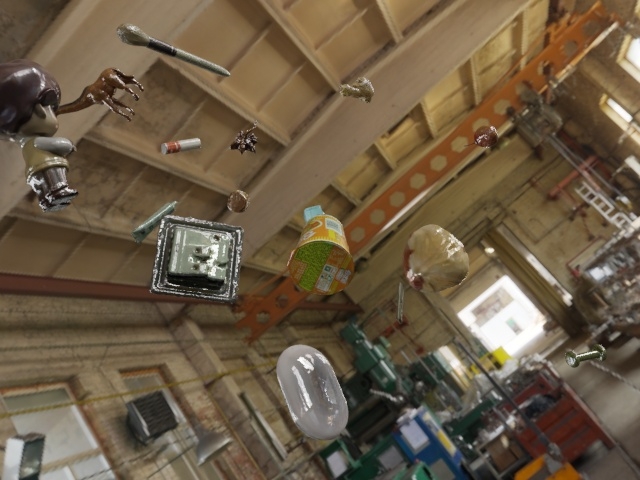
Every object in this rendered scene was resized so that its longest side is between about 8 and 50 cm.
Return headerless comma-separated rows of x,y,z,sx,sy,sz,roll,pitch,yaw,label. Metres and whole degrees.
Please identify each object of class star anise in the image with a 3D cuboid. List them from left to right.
-0.278,-0.398,2.226,0.191,0.097,0.070,-71,-17,-45,star anise

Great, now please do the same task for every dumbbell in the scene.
0.788,0.343,1.724,0.117,0.052,0.046,-9,-64,-15,dumbbell

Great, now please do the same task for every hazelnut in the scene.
0.416,0.080,2.131,0.241,0.261,0.261,-9,-34,-51,hazelnut

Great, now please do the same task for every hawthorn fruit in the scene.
0.468,-0.293,1.694,0.103,0.067,0.066,-34,-14,25,hawthorn fruit

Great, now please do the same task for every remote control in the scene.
-0.026,0.495,1.916,0.221,0.332,0.103,0,-38,-38,remote control

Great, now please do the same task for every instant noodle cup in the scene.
0.004,0.024,1.506,0.168,0.168,0.185,-47,18,23,instant noodle cup

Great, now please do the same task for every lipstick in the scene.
-0.469,-0.318,1.959,0.130,0.038,0.038,-18,-27,-39,lipstick

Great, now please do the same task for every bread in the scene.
-0.304,-0.144,2.165,0.085,0.085,0.053,-44,-6,16,bread

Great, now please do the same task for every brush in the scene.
-0.318,-0.413,1.296,0.299,0.039,0.042,10,-70,-51,brush

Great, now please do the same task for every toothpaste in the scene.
-0.626,-0.078,2.210,0.218,0.041,0.064,-47,-38,-27,toothpaste

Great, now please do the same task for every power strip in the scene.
-0.355,0.043,1.692,0.251,0.257,0.092,6,-27,-9,power strip

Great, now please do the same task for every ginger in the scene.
0.149,-0.602,2.293,0.165,0.067,0.096,4,-86,-37,ginger

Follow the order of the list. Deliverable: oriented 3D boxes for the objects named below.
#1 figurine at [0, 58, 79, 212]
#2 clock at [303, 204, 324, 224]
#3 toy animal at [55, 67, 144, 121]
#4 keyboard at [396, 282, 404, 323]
-0.673,-0.265,1.392,0.206,0.365,0.218,-39,8,-30,figurine
0.000,0.000,2.508,0.094,0.224,0.274,-15,-63,1,clock
-0.648,-0.398,1.666,0.066,0.229,0.224,-139,72,-79,toy animal
0.262,0.206,1.908,0.015,0.129,0.049,-1,-26,15,keyboard
